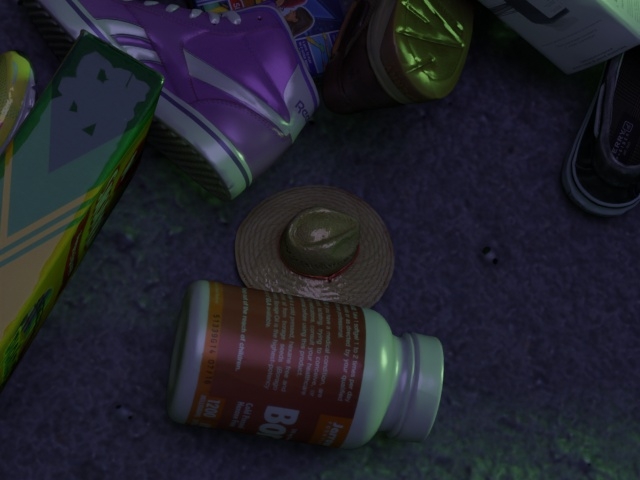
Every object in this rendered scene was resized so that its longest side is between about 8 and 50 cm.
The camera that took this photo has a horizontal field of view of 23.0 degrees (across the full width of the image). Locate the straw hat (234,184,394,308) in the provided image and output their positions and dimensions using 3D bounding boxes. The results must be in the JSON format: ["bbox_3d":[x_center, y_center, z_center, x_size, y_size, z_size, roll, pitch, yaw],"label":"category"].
[{"bbox_3d":[0.000,0.000,1.369,0.144,0.061,0.144,4,65,-8],"label":"straw hat"}]

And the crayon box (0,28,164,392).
[{"bbox_3d":[-0.242,0.012,1.246,0.081,0.202,0.318,30,70,-2],"label":"crayon box"}]

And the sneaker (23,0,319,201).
[{"bbox_3d":[-0.125,-0.174,1.368,0.282,0.102,0.161,41,74,10],"label":"sneaker"}]

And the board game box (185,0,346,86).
[{"bbox_3d":[-0.056,-0.233,1.450,0.136,0.035,0.201,-14,77,-16],"label":"board game box"}]

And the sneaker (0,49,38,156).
[{"bbox_3d":[-0.309,-0.073,1.283,0.094,0.081,0.208,33,86,-25],"label":"sneaker"}]

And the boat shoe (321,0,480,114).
[{"bbox_3d":[0.085,-0.231,1.430,0.123,0.123,0.342,47,43,-26],"label":"boat shoe"}]

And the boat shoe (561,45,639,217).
[{"bbox_3d":[0.332,-0.175,1.475,0.121,0.119,0.335,24,70,-5],"label":"boat shoe"}]

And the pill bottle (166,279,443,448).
[{"bbox_3d":[-0.013,0.108,1.309,0.216,0.121,0.121,10,71,-9],"label":"pill bottle"}]

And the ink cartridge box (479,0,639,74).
[{"bbox_3d":[0.192,-0.273,1.402,0.218,0.092,0.158,33,47,-40],"label":"ink cartridge box"}]
